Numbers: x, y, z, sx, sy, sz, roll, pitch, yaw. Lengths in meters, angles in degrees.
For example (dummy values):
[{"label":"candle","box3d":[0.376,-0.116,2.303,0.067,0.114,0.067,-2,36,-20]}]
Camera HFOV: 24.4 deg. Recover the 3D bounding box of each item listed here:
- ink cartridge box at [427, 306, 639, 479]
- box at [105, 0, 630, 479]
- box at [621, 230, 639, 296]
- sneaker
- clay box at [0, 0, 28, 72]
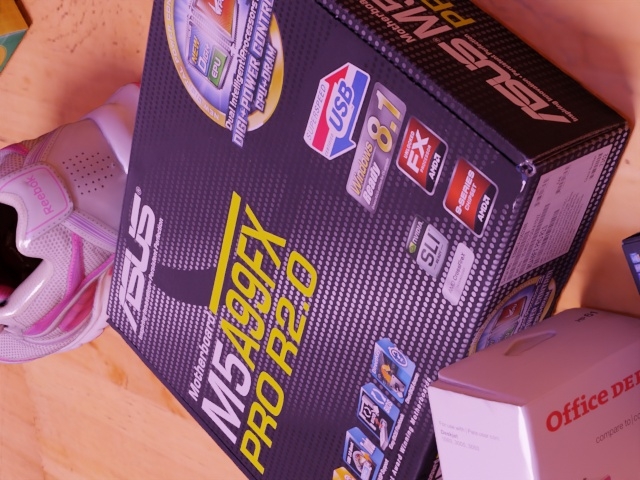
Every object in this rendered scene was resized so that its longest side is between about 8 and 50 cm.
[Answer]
[{"label":"ink cartridge box","box3d":[0.097,0.097,0.570,0.052,0.088,0.122,7,113,50]},{"label":"box","box3d":[0.000,0.000,0.665,0.216,0.060,0.270,43,137,28]},{"label":"box","box3d":[0.150,0.030,0.527,0.067,0.018,0.083,-16,96,54]},{"label":"sneaker","box3d":[-0.170,0.004,0.836,0.103,0.111,0.252,58,143,13]},{"label":"clay box","box3d":[-0.252,-0.137,0.914,0.222,0.053,0.127,-39,77,51]}]
